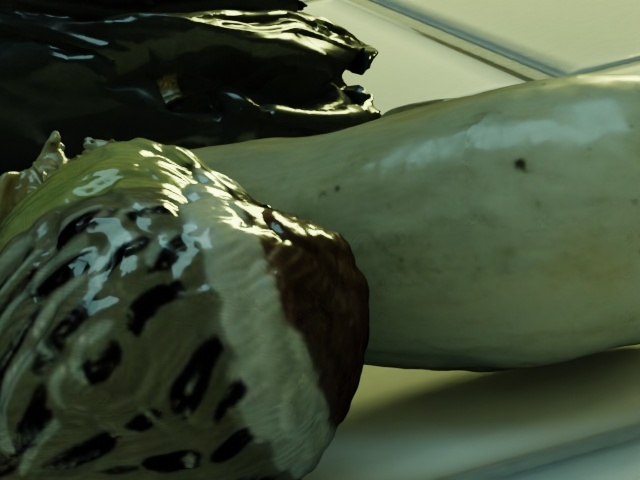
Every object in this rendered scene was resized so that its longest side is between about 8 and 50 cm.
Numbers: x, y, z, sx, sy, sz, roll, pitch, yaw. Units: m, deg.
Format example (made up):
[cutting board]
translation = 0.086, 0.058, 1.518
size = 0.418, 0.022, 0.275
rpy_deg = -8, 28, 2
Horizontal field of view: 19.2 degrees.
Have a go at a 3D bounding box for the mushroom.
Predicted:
[mushroom]
translation = -0.003, 0.001, 0.543
size = 0.223, 0.081, 0.092
rpy_deg = -5, 10, 28

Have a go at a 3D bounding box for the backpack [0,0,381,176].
[backpack]
translation = -0.093, -0.072, 0.800
size = 0.258, 0.133, 0.206
rpy_deg = 9, 16, 36

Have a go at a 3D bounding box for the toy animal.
[toy animal]
translation = -0.045, 0.037, 0.446
size = 0.098, 0.098, 0.137
rpy_deg = 0, 38, 35
